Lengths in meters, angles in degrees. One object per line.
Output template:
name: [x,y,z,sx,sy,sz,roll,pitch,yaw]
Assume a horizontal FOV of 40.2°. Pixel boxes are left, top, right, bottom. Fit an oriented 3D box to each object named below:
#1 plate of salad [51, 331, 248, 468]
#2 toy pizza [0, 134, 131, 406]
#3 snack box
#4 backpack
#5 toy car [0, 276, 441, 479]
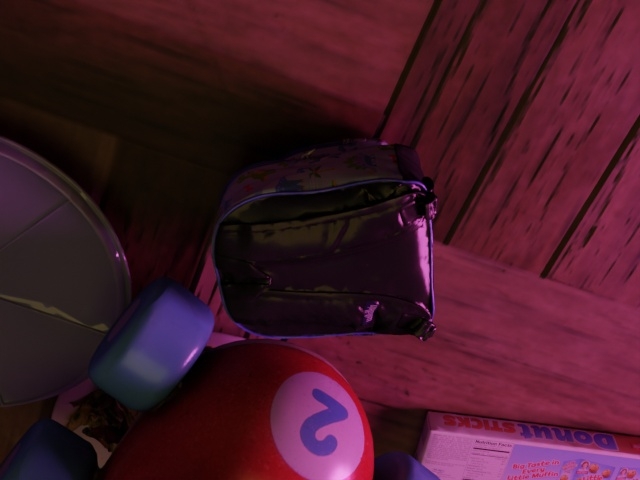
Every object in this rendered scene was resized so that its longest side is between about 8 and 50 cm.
plate of salad: [-0.083,0.145,0.588,0.200,0.048,0.199,0,122,0]
toy pizza: [-0.211,0.017,0.517,0.201,0.032,0.201,0,122,1]
snack box: [0.155,0.159,0.612,0.178,0.022,0.064,8,120,-5]
backpack: [0.000,0.000,0.476,0.114,0.084,0.105,-6,120,-3]
toy car: [-0.052,0.172,0.433,0.219,0.238,0.210,39,97,-13]
